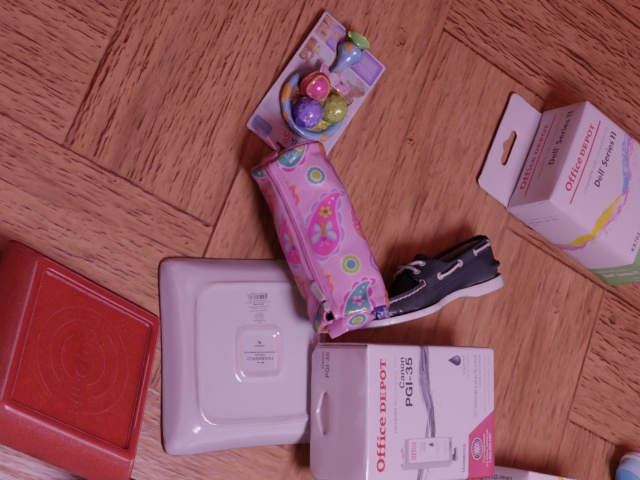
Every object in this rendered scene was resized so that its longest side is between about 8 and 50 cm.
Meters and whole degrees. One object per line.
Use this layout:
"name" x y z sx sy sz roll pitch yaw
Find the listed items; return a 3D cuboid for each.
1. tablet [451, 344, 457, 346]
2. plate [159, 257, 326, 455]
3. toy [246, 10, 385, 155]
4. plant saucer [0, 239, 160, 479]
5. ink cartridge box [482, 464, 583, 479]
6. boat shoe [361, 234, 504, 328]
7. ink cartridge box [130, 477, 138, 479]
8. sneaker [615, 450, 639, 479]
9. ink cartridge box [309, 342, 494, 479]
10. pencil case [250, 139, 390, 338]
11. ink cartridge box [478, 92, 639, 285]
"tablet" 0.238 0.210 1.919 0.083 0.006 0.054 29 70 -27
"plate" -0.096 0.162 1.692 0.277 0.045 0.278 1 84 -31
"toy" 0.006 -0.226 1.791 0.137 0.056 0.237 41 66 -21
"plant saucer" -0.309 0.156 1.487 0.259 0.048 0.258 34 50 -38
"ink cartridge box" 0.341 0.406 1.897 0.198 0.115 0.067 15 78 -31
"boat shoe" 0.164 0.064 1.833 0.302 0.114 0.091 -18 95 -44
"ink cartridge box" -0.332 0.510 1.448 0.395 0.151 0.270 -26 99 -30
"sneaker" 0.533 0.538 1.999 0.208 0.127 0.319 -19 94 -33
"ink cartridge box" 0.128 0.258 1.754 0.283 0.117 0.207 6 82 -42
"pencil case" 0.000 0.000 1.693 0.124 0.124 0.284 -15 80 -32
"ink cartridge box" 0.457 -0.095 2.021 0.353 0.119 0.207 32 69 -25
